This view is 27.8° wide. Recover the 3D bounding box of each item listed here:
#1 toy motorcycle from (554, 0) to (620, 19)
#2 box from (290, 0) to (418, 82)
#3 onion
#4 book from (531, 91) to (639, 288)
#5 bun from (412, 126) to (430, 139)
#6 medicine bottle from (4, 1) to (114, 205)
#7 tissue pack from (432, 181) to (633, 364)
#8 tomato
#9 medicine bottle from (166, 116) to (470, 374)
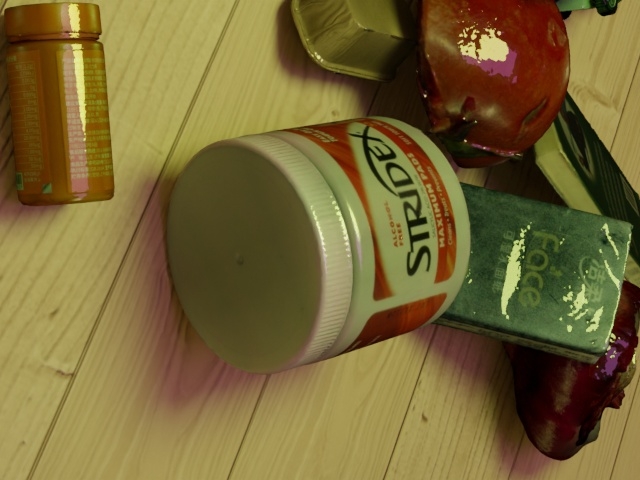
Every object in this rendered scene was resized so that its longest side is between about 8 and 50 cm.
[{"bbox_3d":[0.335,-0.405,1.827,0.331,0.125,0.196,-22,107,-38],"label":"toy motorcycle"},{"bbox_3d":[0.041,-0.249,1.557,0.177,0.111,0.111,3,89,-49],"label":"box"},{"bbox_3d":[0.344,0.167,1.823,0.272,0.195,0.272,-56,163,-28],"label":"onion"},{"bbox_3d":[0.390,-0.091,1.856,0.371,0.043,0.260,46,28,-35],"label":"book"},{"bbox_3d":[0.085,-0.052,1.594,0.183,0.102,0.183,2,90,-66],"label":"bun"},{"bbox_3d":[-0.255,-0.132,1.262,0.096,0.096,0.192,-9,96,-44],"label":"medicine bottle"},{"bbox_3d":[0.258,0.039,1.680,0.081,0.257,0.185,86,19,-75],"label":"tissue pack"},{"bbox_3d":[0.228,-0.242,1.626,0.309,0.170,0.309,-2,90,-74],"label":"tomato"},{"bbox_3d":[0.000,0.000,1.407,0.241,0.252,0.252,-15,101,-43],"label":"medicine bottle"}]
